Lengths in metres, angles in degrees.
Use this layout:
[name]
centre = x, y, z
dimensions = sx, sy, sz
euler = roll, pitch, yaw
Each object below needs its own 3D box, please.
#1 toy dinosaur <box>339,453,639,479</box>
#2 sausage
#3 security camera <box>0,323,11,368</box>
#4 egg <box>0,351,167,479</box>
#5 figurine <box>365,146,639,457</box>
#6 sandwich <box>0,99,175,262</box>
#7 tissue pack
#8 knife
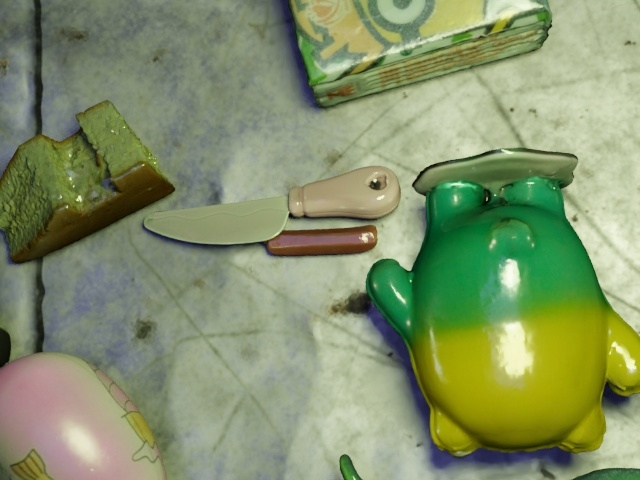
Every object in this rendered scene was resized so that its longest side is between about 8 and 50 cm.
[toy dinosaur]
centre = 0.318, 0.273, 1.420
dimensions = 0.500, 0.144, 0.374
euler = 36, 81, 7
[sausage]
centre = 0.000, 0.000, 1.558
dimensions = 0.147, 0.035, 0.030
euler = -3, 50, 9
[security camera]
centre = -0.512, 0.057, 1.546
dimensions = 0.191, 0.197, 0.277
euler = -22, 70, 2
[egg]
centre = -0.294, 0.255, 1.471
dimensions = 0.271, 0.196, 0.196
euler = 34, 86, 8
[figurine]
centre = 0.217, 0.080, 1.420
dimensions = 0.324, 0.231, 0.340
euler = -5, 74, 1
[sandwich]
centre = -0.322, -0.065, 1.566
dimensions = 0.236, 0.128, 0.122
euler = -30, 70, 1
[tissue pack]
centre = 0.111, -0.320, 1.551
dimensions = 0.311, 0.128, 0.227
euler = -16, 77, 4
[knife]
centre = -0.063, -0.031, 1.565
dimensions = 0.336, 0.043, 0.081
euler = -11, 52, 9
